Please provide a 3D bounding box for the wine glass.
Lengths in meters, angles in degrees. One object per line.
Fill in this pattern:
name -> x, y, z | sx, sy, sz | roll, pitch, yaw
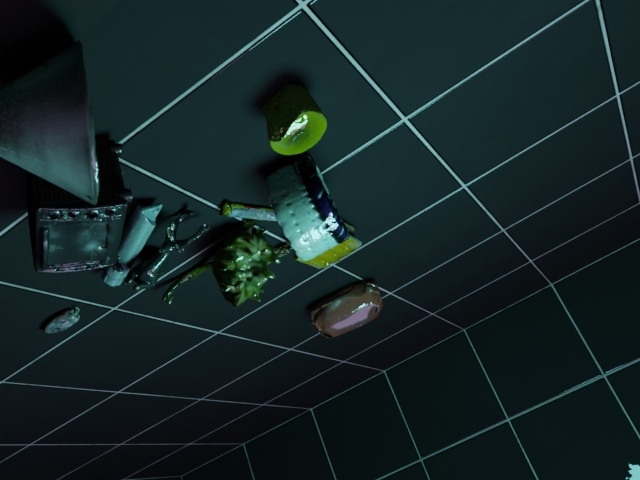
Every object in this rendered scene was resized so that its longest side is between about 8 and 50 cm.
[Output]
wine glass -> -0.556, -0.176, 0.990 | 0.406, 0.267, 0.267 | -5, 149, -23

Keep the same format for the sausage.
sausage -> 0.097, 0.250, 2.369 | 0.279, 0.152, 0.152 | -27, 153, 7

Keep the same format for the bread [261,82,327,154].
bread -> -0.053, -0.250, 1.365 | 0.129, 0.114, 0.111 | -35, 152, 22

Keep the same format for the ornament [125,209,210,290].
ornament -> -0.372, 0.015, 1.636 | 0.236, 0.080, 0.202 | -47, -174, 11

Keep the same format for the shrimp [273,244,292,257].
shrimp -> -0.174, 0.037, 1.902 | 0.178, 0.034, 0.124 | -24, 147, 15

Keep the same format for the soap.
soap -> 0.000, 0.000, 1.883 | 0.160, 0.080, 0.257 | -32, 157, 15

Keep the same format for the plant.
plant -> -0.287, 0.053, 1.782 | 0.333, 0.251, 0.180 | 6, 144, 28

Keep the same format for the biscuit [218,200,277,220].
biscuit -> -0.141, -0.070, 1.728 | 0.292, 0.026, 0.048 | 5, 144, -44

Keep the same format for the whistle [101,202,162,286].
whistle -> -0.464, 0.009, 1.595 | 0.062, 0.062, 0.312 | 1, 145, -38

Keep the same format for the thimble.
thimble -> -0.035, -0.079, 1.591 | 0.150, 0.237, 0.237 | -27, 153, 3

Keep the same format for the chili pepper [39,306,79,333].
chili pepper -> -0.728, 0.229, 1.828 | 0.153, 0.041, 0.050 | -29, 110, 14

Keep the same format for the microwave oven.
microwave oven -> -0.487, -0.061, 1.306 | 0.178, 0.188, 0.247 | -8, 149, -28
